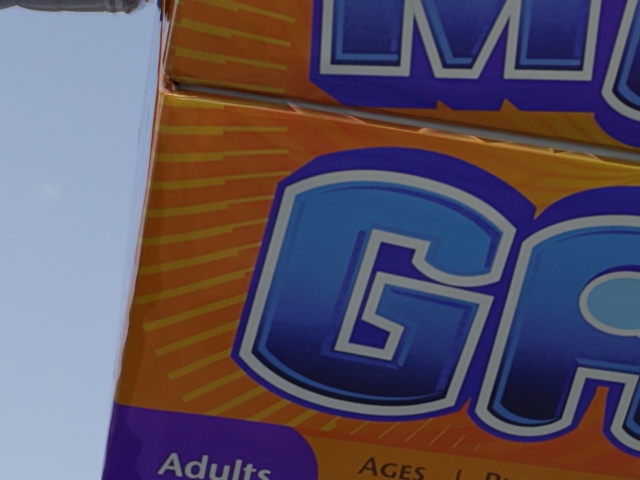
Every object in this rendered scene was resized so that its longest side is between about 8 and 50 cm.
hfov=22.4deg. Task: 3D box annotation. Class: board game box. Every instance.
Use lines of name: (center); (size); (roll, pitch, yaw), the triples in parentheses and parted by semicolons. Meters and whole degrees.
board game box: (0.109, -0.105, 0.714); (0.356, 0.356, 0.356); (8, -64, -8)

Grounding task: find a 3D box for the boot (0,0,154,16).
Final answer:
boot: (-0.162, -0.232, 0.964); (0.123, 0.258, 0.095); (-3, -43, -2)
